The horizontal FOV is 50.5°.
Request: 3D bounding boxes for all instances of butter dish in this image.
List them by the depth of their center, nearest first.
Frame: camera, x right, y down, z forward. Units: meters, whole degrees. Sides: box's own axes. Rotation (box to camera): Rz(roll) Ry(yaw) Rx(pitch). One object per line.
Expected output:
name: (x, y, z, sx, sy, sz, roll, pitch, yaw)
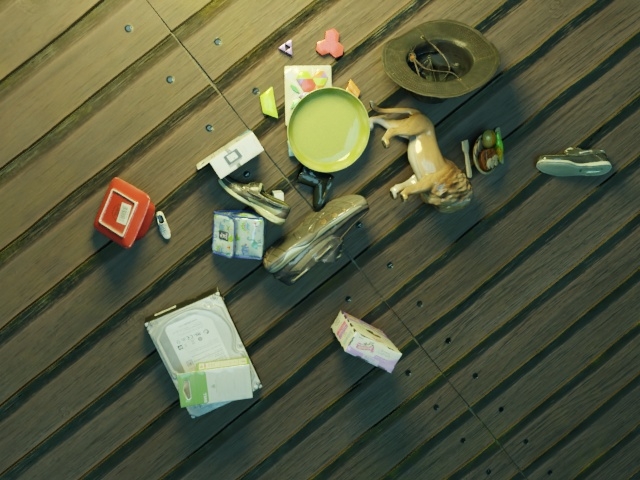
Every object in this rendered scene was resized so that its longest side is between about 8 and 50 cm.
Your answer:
butter dish: (-0.516, -0.070, 1.866, 0.160, 0.118, 0.160, 28, 97, 28)

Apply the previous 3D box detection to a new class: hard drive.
hard drive: (-0.344, 0.336, 2.018, 0.237, 0.064, 0.338, -23, 107, -5)

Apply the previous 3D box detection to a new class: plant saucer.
plant saucer: (0.020, -0.315, 1.928, 0.241, 0.037, 0.240, -5, 109, -14)

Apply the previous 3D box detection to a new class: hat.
hat: (0.334, -0.471, 1.913, 0.332, 0.331, 0.133, -14, 144, -8)

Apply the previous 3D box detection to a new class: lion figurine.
lion figurine: (0.297, -0.249, 1.976, 0.240, 0.142, 0.391, -22, 102, -14)

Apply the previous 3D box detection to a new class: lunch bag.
lunch bag: (-0.234, -0.019, 1.946, 0.151, 0.096, 0.128, 5, 105, 2)

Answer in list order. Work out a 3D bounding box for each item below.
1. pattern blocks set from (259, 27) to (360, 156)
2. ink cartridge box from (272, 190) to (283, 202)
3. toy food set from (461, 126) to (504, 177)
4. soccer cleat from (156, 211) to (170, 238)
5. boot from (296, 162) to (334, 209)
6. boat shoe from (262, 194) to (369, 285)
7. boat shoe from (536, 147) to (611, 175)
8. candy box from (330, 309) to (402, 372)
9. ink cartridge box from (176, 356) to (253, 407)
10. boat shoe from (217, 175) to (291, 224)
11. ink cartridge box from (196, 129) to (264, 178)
pattern blocks set: (-0.029, -0.410, 1.927, 0.286, 0.026, 0.324, -18, 106, -7)
ink cartridge box: (-0.122, -0.100, 1.968, 0.028, 0.048, 0.083, -4, 105, -11)
toy food set: (0.498, -0.261, 2.015, 0.192, 0.039, 0.132, -25, 110, -37)
soccer cleat: (-0.445, -0.042, 1.921, 0.029, 0.035, 0.083, -16, 105, -8)
boot: (-0.025, -0.161, 1.976, 0.099, 0.045, 0.121, 24, 90, -18)
boat shoe: (0.000, 0.000, 1.989, 0.356, 0.132, 0.130, -35, 117, 7)
boat shoe: (0.783, -0.249, 2.118, 0.233, 0.084, 0.079, 0, 65, -5)
candy box: (0.134, 0.301, 2.038, 0.165, 0.196, 0.070, 28, 96, -16)
ink cartridge box: (-0.307, 0.412, 1.977, 0.210, 0.062, 0.108, -6, 104, -10)
boat shoe: (-0.182, -0.130, 1.913, 0.224, 0.080, 0.073, 34, 105, 2)
ink cartridge box: (-0.252, -0.230, 1.882, 0.180, 0.104, 0.060, -34, 108, -2)
